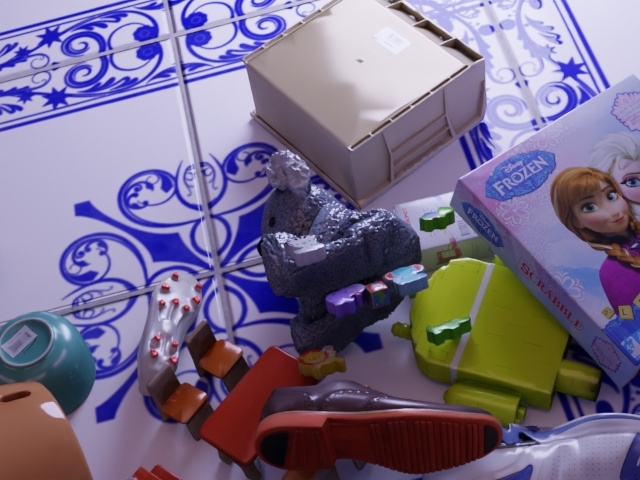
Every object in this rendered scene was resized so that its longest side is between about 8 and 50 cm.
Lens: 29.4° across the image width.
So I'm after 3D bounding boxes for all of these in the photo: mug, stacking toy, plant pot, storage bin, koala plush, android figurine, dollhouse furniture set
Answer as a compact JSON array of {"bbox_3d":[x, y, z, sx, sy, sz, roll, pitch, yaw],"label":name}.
[{"bbox_3d":[-0.366,0.168,1.580,0.129,0.097,0.158,-9,51,4],"label":"mug"},{"bbox_3d":[0.068,0.059,1.454,0.221,0.167,0.052,-15,24,-15],"label":"stacking toy"},{"bbox_3d":[-0.384,0.288,1.397,0.203,0.291,0.291,-22,50,-27],"label":"plant pot"},{"bbox_3d":[0.066,-0.223,1.782,0.260,0.123,0.262,-36,54,-17],"label":"storage bin"},{"bbox_3d":[0.000,0.000,1.587,0.203,0.196,0.221,-29,45,-11],"label":"koala plush"},{"bbox_3d":[0.226,0.115,1.532,0.272,0.056,0.248,11,56,18],"label":"android figurine"},{"bbox_3d":[-0.105,0.235,1.453,0.262,0.135,0.259,26,62,27],"label":"dollhouse furniture set"}]

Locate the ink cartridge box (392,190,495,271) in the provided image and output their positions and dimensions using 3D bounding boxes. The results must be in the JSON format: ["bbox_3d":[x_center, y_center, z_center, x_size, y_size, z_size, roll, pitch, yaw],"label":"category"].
[{"bbox_3d":[0.166,-0.014,1.645,0.122,0.052,0.088,-12,51,0],"label":"ink cartridge box"}]

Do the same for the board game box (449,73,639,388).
[{"bbox_3d":[0.385,-0.025,1.534,0.318,0.066,0.318,-31,66,-24],"label":"board game box"}]

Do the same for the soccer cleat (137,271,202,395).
[{"bbox_3d":[-0.206,0.118,1.612,0.068,0.076,0.196,25,39,-12],"label":"soccer cleat"}]

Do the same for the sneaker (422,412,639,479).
[{"bbox_3d":[0.248,0.297,1.358,0.315,0.127,0.182,-3,56,18],"label":"sneaker"}]

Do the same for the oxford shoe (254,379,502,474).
[{"bbox_3d":[0.065,0.193,1.357,0.271,0.097,0.098,1,38,5],"label":"oxford shoe"}]
